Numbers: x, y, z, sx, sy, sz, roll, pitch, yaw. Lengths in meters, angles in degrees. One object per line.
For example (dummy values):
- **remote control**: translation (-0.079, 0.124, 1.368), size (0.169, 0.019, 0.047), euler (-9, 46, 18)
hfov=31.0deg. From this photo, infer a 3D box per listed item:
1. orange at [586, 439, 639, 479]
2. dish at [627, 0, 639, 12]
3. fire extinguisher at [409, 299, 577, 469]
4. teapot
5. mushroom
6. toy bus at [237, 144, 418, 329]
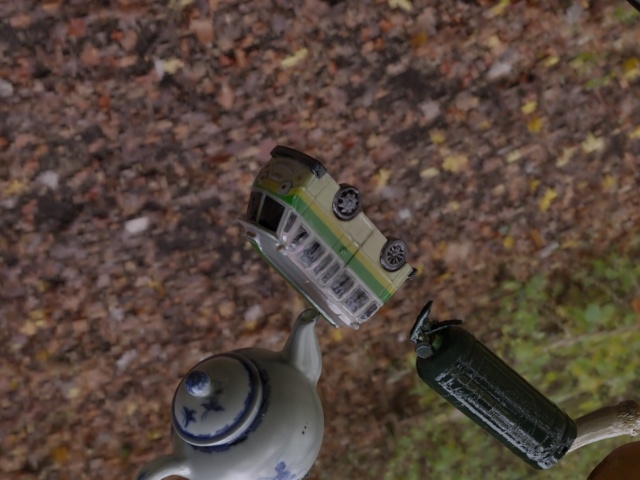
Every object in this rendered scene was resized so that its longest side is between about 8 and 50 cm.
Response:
- **orange**: translation (0.354, 0.289, 1.229), size (0.156, 0.156, 0.134), euler (-26, -175, 12)
- **dish**: translation (0.404, -0.394, 1.338), size (0.120, 0.303, 0.303), euler (-31, 150, -5)
- **fire extinguisher**: translation (0.227, 0.197, 1.599), size (0.311, 0.095, 0.114), euler (38, 130, -20)
- **teapot**: translation (-0.135, 0.282, 1.847), size (0.424, 0.252, 0.280), euler (-45, 137, -4)
- **mushroom**: translation (0.514, 0.363, 2.198), size (0.209, 0.071, 0.084), euler (-20, 180, -2)
- **toy bus**: translation (0.000, 0.000, 1.916), size (0.179, 0.143, 0.305), euler (-50, 126, -10)
